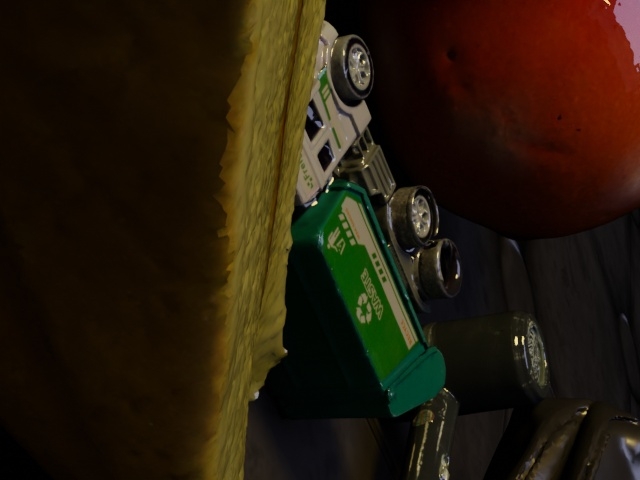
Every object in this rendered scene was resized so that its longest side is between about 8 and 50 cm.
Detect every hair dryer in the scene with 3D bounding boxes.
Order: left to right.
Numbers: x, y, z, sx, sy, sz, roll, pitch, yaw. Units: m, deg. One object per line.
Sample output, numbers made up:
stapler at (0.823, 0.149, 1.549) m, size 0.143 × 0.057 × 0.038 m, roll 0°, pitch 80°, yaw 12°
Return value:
hair dryer at (0.086, 0.137, 0.961) m, size 0.071 × 0.124 × 0.219 m, roll 65°, pitch 28°, yaw -30°

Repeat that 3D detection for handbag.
handbag at (0.144, 0.315, 0.964) m, size 0.288 × 0.152 × 0.342 m, roll -40°, pitch 131°, yaw -57°

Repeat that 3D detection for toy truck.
toy truck at (0.000, 0.000, 0.828) m, size 0.253 × 0.114 × 0.124 m, roll 65°, pitch 35°, yaw -30°

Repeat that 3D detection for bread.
bread at (-0.032, -0.021, 0.576) m, size 0.361 × 0.245 × 0.233 m, roll 59°, pitch 26°, yaw -33°

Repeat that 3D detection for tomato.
tomato at (0.175, -0.153, 1.133) m, size 0.321 × 0.322 × 0.321 m, roll -12°, pitch 90°, yaw -70°
